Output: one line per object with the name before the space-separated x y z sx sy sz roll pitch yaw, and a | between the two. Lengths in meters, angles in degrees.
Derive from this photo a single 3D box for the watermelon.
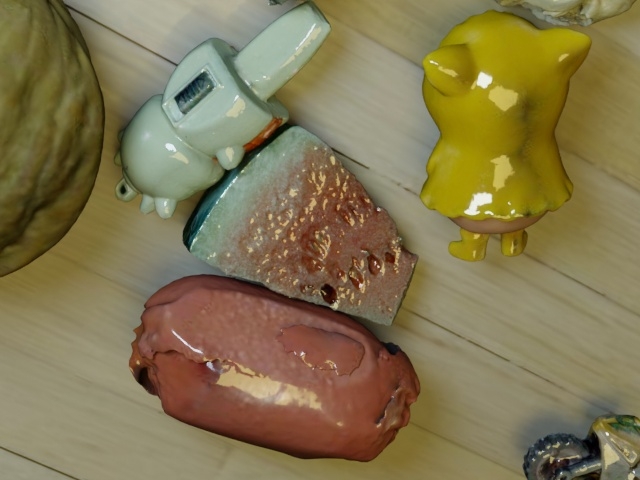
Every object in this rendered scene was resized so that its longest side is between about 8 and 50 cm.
watermelon | 0.000 0.000 1.398 0.241 0.094 0.154 37 97 -24

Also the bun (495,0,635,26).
bun | 0.210 -0.265 1.262 0.178 0.128 0.193 3 118 -11

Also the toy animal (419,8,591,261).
toy animal | 0.159 -0.088 1.338 0.156 0.156 0.230 -6 121 -5

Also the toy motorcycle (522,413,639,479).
toy motorcycle | 0.317 0.264 1.567 0.130 0.094 0.229 -39 121 10

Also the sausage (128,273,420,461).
sausage | -0.044 0.123 1.406 0.279 0.152 0.152 17 113 -15

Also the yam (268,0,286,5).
yam | -0.074 -0.321 1.184 0.154 0.154 0.254 -41 111 13

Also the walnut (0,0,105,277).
walnut | -0.303 -0.098 1.213 0.283 0.227 0.283 0 108 0

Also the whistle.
whistle | -0.091 -0.117 1.305 0.253 0.106 0.102 -42 92 18
